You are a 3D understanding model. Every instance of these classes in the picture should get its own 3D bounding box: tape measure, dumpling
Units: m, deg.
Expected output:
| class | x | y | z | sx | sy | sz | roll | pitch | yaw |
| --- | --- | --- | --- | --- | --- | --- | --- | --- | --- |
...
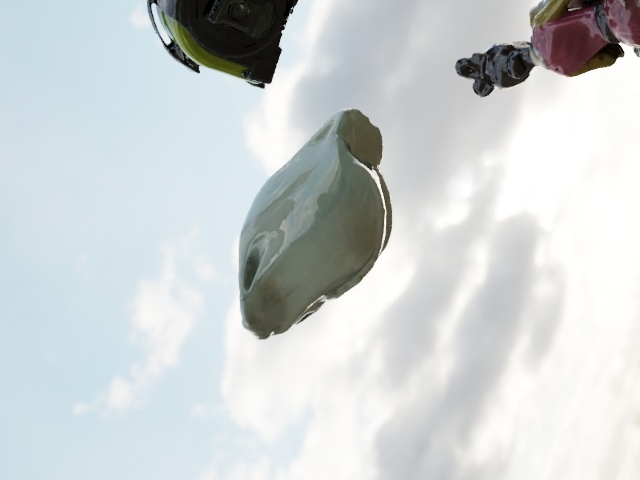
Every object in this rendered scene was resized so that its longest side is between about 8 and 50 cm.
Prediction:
| class | x | y | z | sx | sy | sz | roll | pitch | yaw |
| --- | --- | --- | --- | --- | --- | --- | --- | --- | --- |
| tape measure | -0.116 | -0.294 | 1.399 | 0.186 | 0.112 | 0.199 | 14 | -71 | -31 |
| dumpling | 0.000 | 0.000 | 0.994 | 0.229 | 0.124 | 0.151 | -54 | -37 | -21 |

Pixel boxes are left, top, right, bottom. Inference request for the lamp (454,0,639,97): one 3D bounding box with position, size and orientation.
| class | x | y | z | sx | sy | sz | roll | pitch | yaw |
| --- | --- | --- | --- | --- | --- | --- | --- | --- | --- |
| lamp | 0.229 | -0.180 | 0.854 | 0.118 | 0.253 | 0.118 | 24 | -124 | -43 |
